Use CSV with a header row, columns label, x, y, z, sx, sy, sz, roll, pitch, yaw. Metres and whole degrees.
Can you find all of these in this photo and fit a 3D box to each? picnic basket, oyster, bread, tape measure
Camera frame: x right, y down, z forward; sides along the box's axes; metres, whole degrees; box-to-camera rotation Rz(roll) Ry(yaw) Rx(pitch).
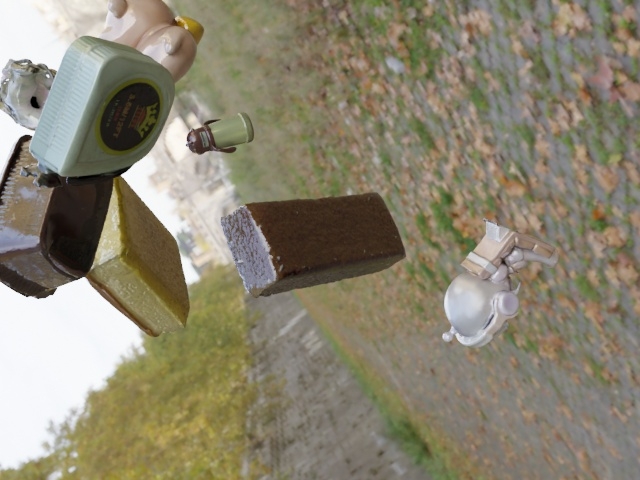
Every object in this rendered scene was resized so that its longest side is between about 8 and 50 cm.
label,x,y,z,sx,sy,sz,roll,pitch,yaw
picnic basket,-0.494,-0.046,1.547,0.222,0.129,0.297,50,-138,-51
oyster,-0.491,-0.251,1.419,0.163,0.191,0.081,76,-151,-45
bread,0.000,0.000,1.615,0.416,0.113,0.165,-8,-106,-49
tape measure,-0.342,-0.193,1.305,0.115,0.235,0.207,33,-163,23
bread,-0.463,0.032,2.026,0.333,0.143,0.323,58,-171,-45

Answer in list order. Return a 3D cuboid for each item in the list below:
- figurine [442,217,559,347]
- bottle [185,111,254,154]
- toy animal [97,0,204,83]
label,x,y,z,sx,sy,sz,roll,pitch,yaw
figurine,0.300,0.086,1.438,0.141,0.236,0.162,28,-179,-17
bottle,-0.153,-0.158,1.240,0.063,0.101,0.047,-134,29,-56
toy animal,-0.464,-0.495,2.091,0.247,0.277,0.345,46,-162,-24
